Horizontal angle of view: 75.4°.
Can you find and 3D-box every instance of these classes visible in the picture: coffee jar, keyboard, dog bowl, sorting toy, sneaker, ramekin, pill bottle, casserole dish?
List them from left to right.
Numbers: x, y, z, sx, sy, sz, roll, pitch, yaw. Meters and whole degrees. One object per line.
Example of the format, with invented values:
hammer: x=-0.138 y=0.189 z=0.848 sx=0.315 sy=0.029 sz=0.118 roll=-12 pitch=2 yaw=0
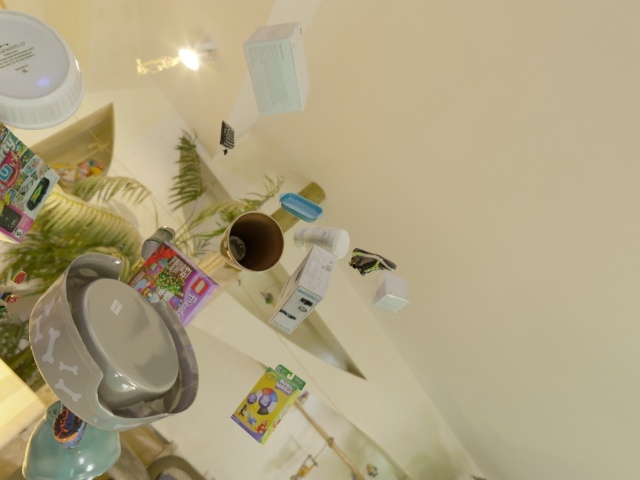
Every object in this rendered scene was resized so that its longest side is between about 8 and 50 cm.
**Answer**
sorting toy: x=-1.093 y=0.231 z=1.393 sx=0.046 sy=0.274 sz=0.132 roll=27 pitch=-7 yaw=-1
ramekin: x=-0.723 y=-0.417 z=1.000 sx=0.272 sy=0.273 sz=0.127 roll=54 pitch=-26 yaw=-14
sneaker: x=-0.653 y=0.453 z=1.107 sx=0.221 sy=0.083 sz=0.087 roll=-108 pitch=-155 yaw=-59
dog bowl: x=-0.380 y=0.194 z=0.788 sx=0.348 sy=0.102 sz=0.349 roll=57 pitch=0 yaw=-1
coffee jar: x=-0.627 y=0.012 z=1.614 sx=0.079 sy=0.096 sz=0.184 roll=16 pitch=19 yaw=-8
keyboard: x=-0.318 y=-0.345 z=1.427 sx=0.023 sy=0.108 sz=0.180 roll=7 pitch=7 yaw=-2
casserole dish: x=-0.077 y=-0.125 z=1.602 sx=0.189 sy=0.114 sz=0.037 roll=28 pitch=-55 yaw=12
pill bottle: x=0.000 y=0.000 z=1.810 sx=0.229 sy=0.131 sz=0.131 roll=10 pitch=-42 yaw=35
sneaker: x=0.198 y=0.101 z=1.610 sx=0.084 sy=0.097 sz=0.235 roll=26 pitch=-4 yaw=-35

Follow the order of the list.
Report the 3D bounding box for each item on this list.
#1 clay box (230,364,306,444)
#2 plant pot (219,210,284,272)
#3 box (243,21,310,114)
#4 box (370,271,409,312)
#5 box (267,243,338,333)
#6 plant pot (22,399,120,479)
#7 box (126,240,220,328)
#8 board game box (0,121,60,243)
clay box: x=-0.160 y=0.500 z=1.298 sx=0.128 sy=0.222 sz=0.053 roll=25 pitch=-25 yaw=30
plant pot: x=-0.307 y=0.022 z=1.674 sx=0.237 sy=0.237 sz=0.254 roll=54 pitch=-32 yaw=-13
box: x=-0.105 y=-0.447 z=1.074 sx=0.119 sy=0.180 sz=0.181 roll=-4 pitch=-52 yaw=9
box: x=0.242 y=0.182 z=1.453 sx=0.102 sy=0.101 sz=0.087 roll=21 pitch=-47 yaw=-21
box: x=-0.060 y=0.162 z=1.324 sx=0.087 sy=0.169 sz=0.290 roll=28 pitch=-40 yaw=-7
plant pot: x=-0.849 y=0.663 z=1.431 sx=0.293 sy=0.293 sz=0.196 roll=15 pitch=-78 yaw=52
box: x=-0.450 y=0.176 z=1.151 sx=0.201 sy=0.293 sz=0.057 roll=38 pitch=-3 yaw=10
board game box: x=-0.821 y=-0.153 z=1.025 sx=0.098 sy=0.223 sz=0.303 roll=14 pitch=-22 yaw=5
